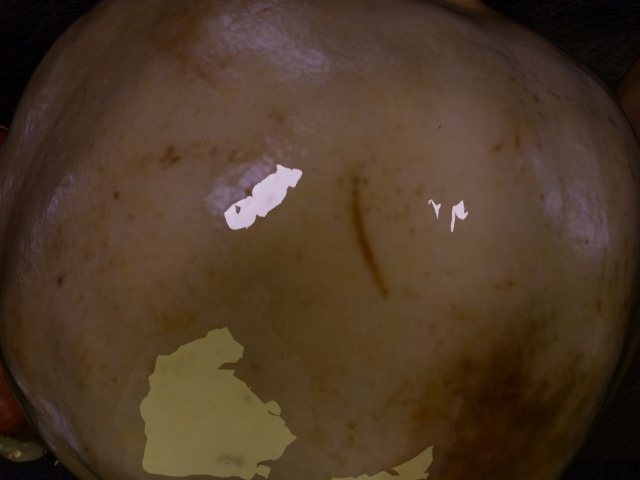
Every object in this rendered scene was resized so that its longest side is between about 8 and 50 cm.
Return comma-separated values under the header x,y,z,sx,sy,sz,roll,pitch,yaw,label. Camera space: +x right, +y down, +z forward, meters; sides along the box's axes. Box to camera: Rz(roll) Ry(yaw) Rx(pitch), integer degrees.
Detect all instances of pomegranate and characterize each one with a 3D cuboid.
x,y,z,sx,sy,sz,roll,pitch,yaw,label
0.000,0.000,0.815,0.332,0.333,0.332,-1,166,0,pomegranate

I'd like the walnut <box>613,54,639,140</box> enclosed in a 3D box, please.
x,y,z,sx,sy,sz,roll,pitch,yaw,label
0.267,-0.051,0.866,0.297,0.203,0.203,-7,164,26,walnut

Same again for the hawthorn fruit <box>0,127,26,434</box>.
x,y,z,sx,sy,sz,roll,pitch,yaw,label
-0.235,0.000,0.957,0.207,0.243,0.207,-19,-174,2,hawthorn fruit

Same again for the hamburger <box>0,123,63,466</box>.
x,y,z,sx,sy,sz,roll,pitch,yaw,label
-0.189,0.057,1.203,0.162,0.209,0.330,-4,167,14,hamburger
